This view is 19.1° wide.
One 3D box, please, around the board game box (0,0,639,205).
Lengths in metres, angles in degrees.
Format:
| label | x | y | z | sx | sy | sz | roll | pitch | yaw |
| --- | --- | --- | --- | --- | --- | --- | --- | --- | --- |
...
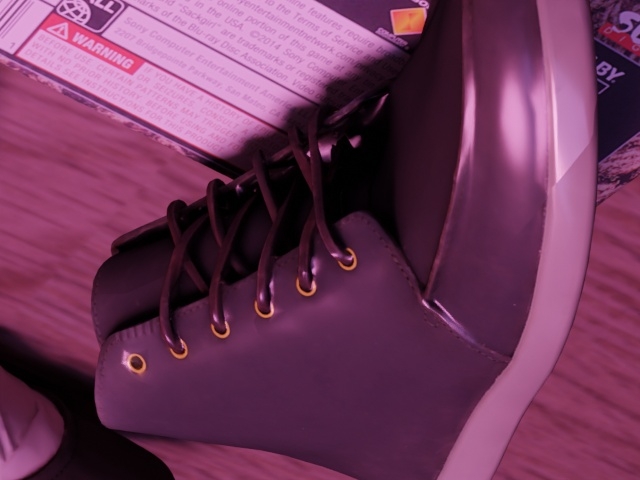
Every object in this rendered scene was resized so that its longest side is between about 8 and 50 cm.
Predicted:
| label | x | y | z | sx | sy | sz | roll | pitch | yaw |
| --- | --- | --- | --- | --- | --- | --- | --- | --- | --- |
| board game box | 0.042 | -0.150 | 0.483 | 0.232 | 0.141 | 0.291 | 27 | 134 | -27 |

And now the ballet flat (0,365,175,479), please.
| label | x | y | z | sx | sy | sz | roll | pitch | yaw |
| --- | --- | --- | --- | --- | --- | --- | --- | --- | --- |
| ballet flat | -0.200 | 0.086 | 0.824 | 0.281 | 0.095 | 0.096 | 4 | 129 | -2 |

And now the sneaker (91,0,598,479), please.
| label | x | y | z | sx | sy | sz | roll | pitch | yaw |
| --- | --- | --- | --- | --- | --- | --- | --- | --- | --- |
| sneaker | 0.000 | 0.000 | 0.490 | 0.118 | 0.083 | 0.222 | 5 | 142 | -4 |
